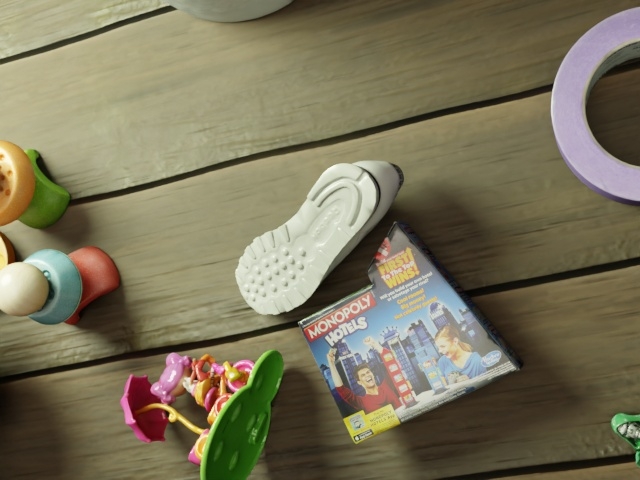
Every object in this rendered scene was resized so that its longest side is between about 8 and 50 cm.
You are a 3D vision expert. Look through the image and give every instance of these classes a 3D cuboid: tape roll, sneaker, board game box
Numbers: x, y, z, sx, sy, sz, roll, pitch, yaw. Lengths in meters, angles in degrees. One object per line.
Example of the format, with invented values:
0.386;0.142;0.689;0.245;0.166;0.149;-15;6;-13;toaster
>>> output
0.326;-0.130;0.881;0.189;0.080;0.189;0;89;16;tape roll
0.000;0.000;0.977;0.235;0.095;0.090;-41;83;32;sneaker
0.086;0.088;0.959;0.194;0.060;0.194;-27;81;14;board game box

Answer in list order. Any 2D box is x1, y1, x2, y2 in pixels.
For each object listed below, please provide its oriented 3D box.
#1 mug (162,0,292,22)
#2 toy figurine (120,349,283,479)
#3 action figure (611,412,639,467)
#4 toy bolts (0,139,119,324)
-0.100;-0.410;0.881;0.374;0.328;0.276;-21;84;15;mug
-0.147;0.181;1.010;0.159;0.130;0.173;17;72;25;toy figurine
0.399;0.218;0.867;0.232;0.063;0.137;17;97;19;action figure
-0.378;0.019;1.044;0.218;0.158;0.228;-45;78;11;toy bolts
